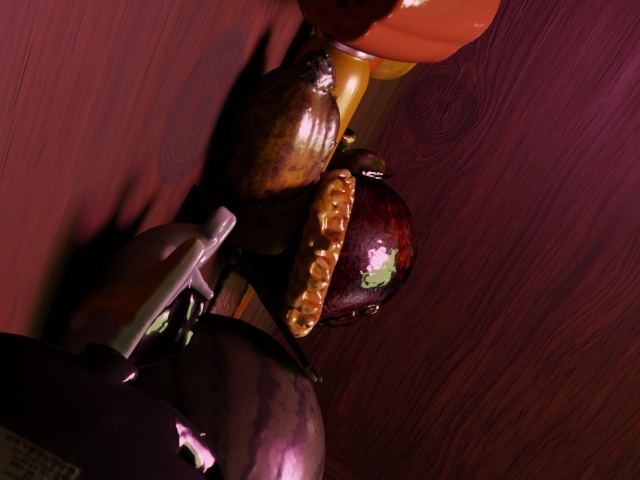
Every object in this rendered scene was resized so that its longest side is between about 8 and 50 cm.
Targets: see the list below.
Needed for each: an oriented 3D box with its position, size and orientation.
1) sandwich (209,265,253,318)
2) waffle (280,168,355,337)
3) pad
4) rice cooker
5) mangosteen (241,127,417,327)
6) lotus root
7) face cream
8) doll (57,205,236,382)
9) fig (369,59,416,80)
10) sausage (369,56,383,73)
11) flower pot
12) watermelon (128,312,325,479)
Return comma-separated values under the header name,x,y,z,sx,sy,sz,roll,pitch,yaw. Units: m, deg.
name,x,y,z,sx,sy,sz,roll,pitch,yaw
sandwich,-0.175,0.123,1.309,0.162,0.058,0.193,-60,179,4
waffle,0.001,0.000,0.869,0.253,0.056,0.249,100,4,-67
pad,-0.076,0.062,0.821,0.009,0.265,0.159,-32,170,-9
rice cooker,-0.179,0.190,0.389,0.224,0.267,0.267,-58,176,-38
mangosteen,0.009,-0.005,1.165,0.330,0.330,0.330,-60,176,-7
lotus root,-0.043,-0.124,0.768,0.209,0.120,0.120,-61,176,29
face cream,-0.024,-0.146,0.912,0.348,0.105,0.105,-62,176,25
doll,-0.183,0.089,0.628,0.316,0.103,0.145,-52,159,11
fig,0.131,-0.365,1.255,0.153,0.121,0.136,-21,-141,58
sausage,0.069,-0.326,1.023,0.089,0.089,0.179,-56,171,-50
flower pot,0.073,-0.271,0.694,0.173,0.191,0.190,-28,152,-52
watermelon,-0.140,0.224,0.792,0.278,0.279,0.359,-61,-154,5
